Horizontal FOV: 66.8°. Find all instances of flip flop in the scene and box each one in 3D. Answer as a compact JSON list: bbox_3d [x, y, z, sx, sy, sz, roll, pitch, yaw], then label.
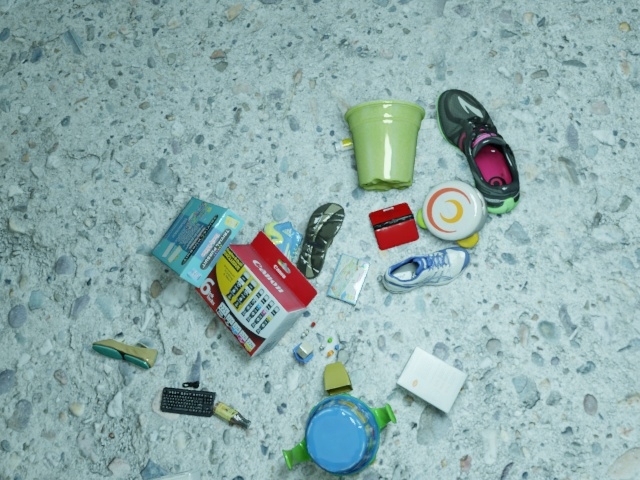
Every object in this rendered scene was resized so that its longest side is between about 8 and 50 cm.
[{"bbox_3d":[0.000,0.000,1.672,0.112,0.080,0.277,19,91,9],"label":"flip flop"}]

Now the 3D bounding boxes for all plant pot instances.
[{"bbox_3d":[0.220,-0.306,1.656,0.276,0.276,0.254,-1,84,8],"label":"plant pot"},{"bbox_3d":[0.052,0.429,1.523,0.081,0.081,0.083,-14,58,3],"label":"plant pot"}]

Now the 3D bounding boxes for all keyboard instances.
[{"bbox_3d":[-0.434,0.514,1.592,0.180,0.023,0.108,3,73,8],"label":"keyboard"}]

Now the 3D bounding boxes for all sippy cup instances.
[{"bbox_3d":[0.055,0.565,1.400,0.240,0.224,0.305,29,78,15],"label":"sippy cup"}]

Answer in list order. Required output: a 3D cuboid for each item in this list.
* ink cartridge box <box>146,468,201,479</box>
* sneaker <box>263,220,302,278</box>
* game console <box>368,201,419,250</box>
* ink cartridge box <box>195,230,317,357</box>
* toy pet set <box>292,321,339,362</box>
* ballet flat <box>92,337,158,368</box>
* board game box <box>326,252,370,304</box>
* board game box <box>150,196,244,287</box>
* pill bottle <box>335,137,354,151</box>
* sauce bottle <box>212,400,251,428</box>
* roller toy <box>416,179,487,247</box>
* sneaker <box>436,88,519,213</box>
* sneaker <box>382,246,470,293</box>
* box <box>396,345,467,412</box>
[{"bbox_3d":[-0.437,0.819,1.458,0.158,0.092,0.218,-13,73,4],"label":"ink cartridge box"},{"bbox_3d":[-0.112,0.033,1.664,0.126,0.091,0.240,-19,71,0],"label":"sneaker"},{"bbox_3d":[0.253,-0.051,1.680,0.144,0.085,0.124,-16,40,2],"label":"game console"},{"bbox_3d":[-0.208,0.161,1.565,0.309,0.130,0.272,45,109,19],"label":"ink cartridge box"},{"bbox_3d":[-0.025,0.350,1.579,0.122,0.065,0.114,43,48,15],"label":"toy pet set"},{"bbox_3d":[-0.660,0.374,1.654,0.232,0.080,0.073,16,47,10],"label":"ballet flat"},{"bbox_3d":[0.095,0.130,1.637,0.103,0.026,0.154,18,76,13],"label":"board game box"},{"bbox_3d":[-0.420,-0.006,1.627,0.336,0.079,0.254,19,73,54],"label":"board game box"},{"bbox_3d":[0.097,-0.351,1.782,0.083,0.043,0.043,-13,71,3],"label":"pill bottle"},{"bbox_3d":[-0.281,0.558,1.547,0.128,0.042,0.042,23,77,12],"label":"sauce bottle"},{"bbox_3d":[0.441,-0.095,1.578,0.209,0.146,0.191,32,106,25],"label":"roller toy"},{"bbox_3d":[0.546,-0.330,1.627,0.185,0.202,0.483,-23,71,0],"label":"sneaker"},{"bbox_3d":[0.346,0.091,1.560,0.296,0.131,0.112,-21,69,0],"label":"sneaker"},{"bbox_3d":[0.334,0.421,1.475,0.170,0.091,0.130,29,79,15],"label":"box"}]
